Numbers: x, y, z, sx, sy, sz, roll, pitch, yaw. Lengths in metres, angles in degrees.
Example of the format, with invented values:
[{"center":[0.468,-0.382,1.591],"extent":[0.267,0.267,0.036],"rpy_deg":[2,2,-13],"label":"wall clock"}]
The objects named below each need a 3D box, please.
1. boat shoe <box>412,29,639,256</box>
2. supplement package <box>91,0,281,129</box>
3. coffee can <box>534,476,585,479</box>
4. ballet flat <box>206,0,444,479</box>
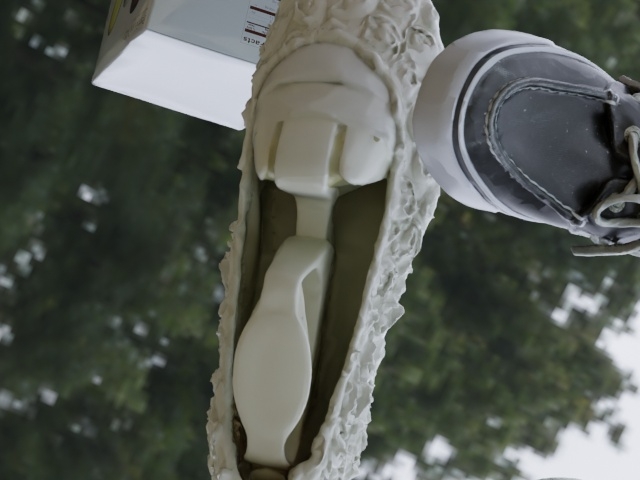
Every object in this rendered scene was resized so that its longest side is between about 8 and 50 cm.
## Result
[{"center":[0.182,-0.040,1.114],"extent":[0.105,0.306,0.113],"rpy_deg":[18,-96,45],"label":"boat shoe"},{"center":[-0.086,-0.228,1.589],"extent":[0.194,0.149,0.203],"rpy_deg":[155,-51,-67],"label":"supplement package"},{"center":[0.185,0.280,1.035],"extent":[0.201,0.201,0.275],"rpy_deg":[-61,-149,3],"label":"coffee can"},{"center":[0.000,0.000,1.238],"extent":[0.147,0.147,0.409],"rpy_deg":[12,-85,60],"label":"ballet flat"}]
